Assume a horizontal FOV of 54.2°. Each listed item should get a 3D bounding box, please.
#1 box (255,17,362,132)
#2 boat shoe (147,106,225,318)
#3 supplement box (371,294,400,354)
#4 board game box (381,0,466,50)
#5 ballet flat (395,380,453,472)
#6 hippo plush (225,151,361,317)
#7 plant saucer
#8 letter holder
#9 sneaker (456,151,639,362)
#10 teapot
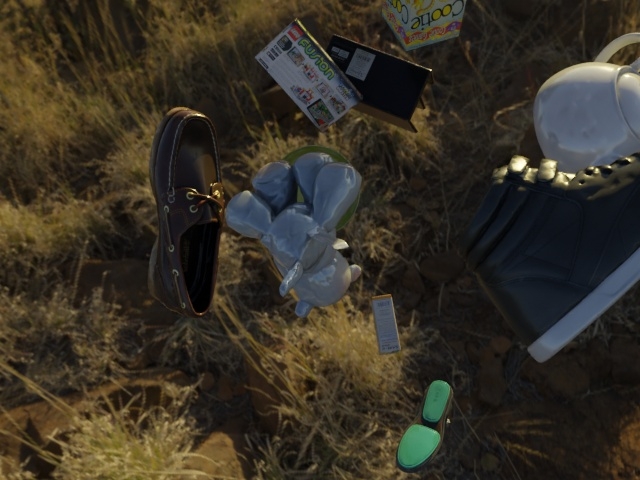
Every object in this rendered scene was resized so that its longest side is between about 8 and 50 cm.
[{"bbox_3d":[-0.022,-0.334,1.280,0.114,0.207,0.036,-37,19,20],"label":"box"},{"bbox_3d":[-0.126,-0.025,0.622,0.073,0.207,0.073,-9,20,-40],"label":"boat shoe"},{"bbox_3d":[0.115,0.151,1.111,0.036,0.062,0.098,-8,75,0],"label":"supplement box"},{"bbox_3d":[0.233,-0.580,1.364,0.144,0.275,0.142,-19,60,-10],"label":"board game box"},{"bbox_3d":[0.197,0.353,1.152,0.074,0.074,0.203,9,43,29],"label":"ballet flat"},{"bbox_3d":[0.000,0.000,1.131,0.234,0.236,0.294,-38,46,-6],"label":"hippo plush"},{"bbox_3d":[-0.015,-0.130,1.653,0.241,0.241,0.037,-18,6,9],"label":"plant saucer"},{"bbox_3d":[0.163,-0.443,1.810,0.302,0.214,0.152,25,94,15],"label":"letter holder"},{"bbox_3d":[0.237,-0.050,0.528,0.147,0.104,0.296,45,99,17],"label":"sneaker"},{"bbox_3d":[0.525,-0.224,1.127,0.252,0.256,0.187,-25,1,-40],"label":"teapot"}]
